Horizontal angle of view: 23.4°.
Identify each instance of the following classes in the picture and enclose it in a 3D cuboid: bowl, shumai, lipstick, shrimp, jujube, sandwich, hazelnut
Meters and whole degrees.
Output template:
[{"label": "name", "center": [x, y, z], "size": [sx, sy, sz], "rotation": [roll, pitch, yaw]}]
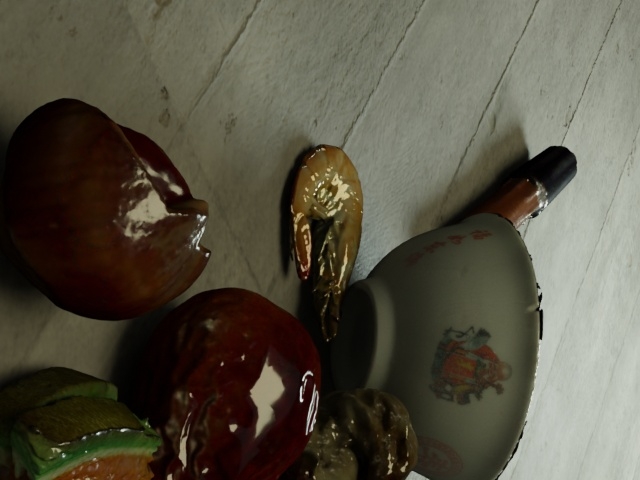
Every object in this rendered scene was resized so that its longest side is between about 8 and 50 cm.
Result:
[{"label": "bowl", "center": [0.108, 0.125, 1.810], "size": [0.157, 0.345, 0.345], "rotation": [9, 82, -20]}, {"label": "shumai", "center": [-0.016, 0.249, 1.701], "size": [0.185, 0.218, 0.183], "rotation": [16, 66, -20]}, {"label": "lipstick", "center": [0.276, -0.049, 2.261], "size": [0.418, 0.077, 0.077], "rotation": [-36, 123, -54]}, {"label": "shrimp", "center": [0.004, 0.000, 1.781], "size": [0.133, 0.053, 0.236], "rotation": [35, 58, -59]}, {"label": "jujube", "center": [-0.105, 0.173, 1.487], "size": [0.255, 0.190, 0.190], "rotation": [-57, 142, -18]}, {"label": "sandwich", "center": [-0.229, 0.199, 1.322], "size": [0.185, 0.109, 0.159], "rotation": [0, 111, -63]}, {"label": "hazelnut", "center": [-0.189, -0.018, 1.311], "size": [0.160, 0.170, 0.201], "rotation": [-54, 152, -7]}]
